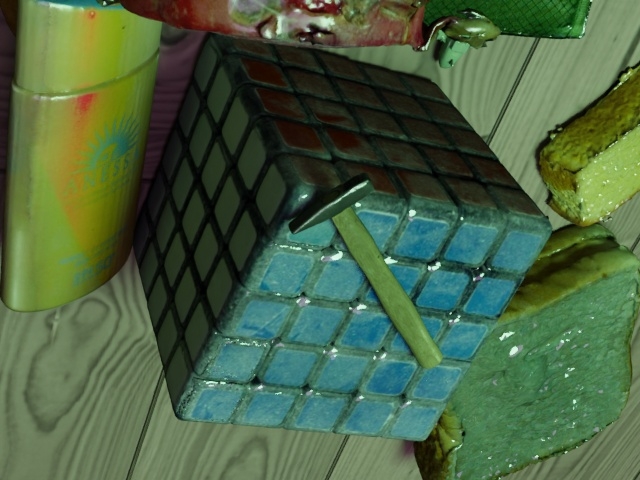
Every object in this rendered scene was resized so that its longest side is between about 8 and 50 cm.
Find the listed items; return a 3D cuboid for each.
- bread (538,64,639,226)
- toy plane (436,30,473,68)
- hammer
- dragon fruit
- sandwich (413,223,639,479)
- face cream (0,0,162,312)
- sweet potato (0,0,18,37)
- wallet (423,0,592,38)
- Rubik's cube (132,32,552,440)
[{"bbox_3d":[0.294,-0.093,1.099,0.187,0.065,0.103,-37,140,13],"label":"bread"},{"bbox_3d":[0.122,-0.179,0.960,0.080,0.033,0.083,9,126,-22],"label":"toy plane"},{"bbox_3d":[0.043,0.034,0.798,0.062,0.013,0.199,-31,132,2],"label":"hammer"},{"bbox_3d":[-0.012,-0.209,0.738,0.282,0.211,0.147,5,108,-5],"label":"dragon fruit"},{"bbox_3d":[0.223,0.138,1.247,0.271,0.099,0.301,-18,134,-8],"label":"sandwich"},{"bbox_3d":[-0.184,-0.081,0.866,0.139,0.067,0.285,-37,150,-46],"label":"face cream"},{"bbox_3d":[-0.219,-0.198,0.790,0.044,0.044,0.179,-20,136,-6],"label":"sweet potato"},{"bbox_3d":[0.123,-0.243,0.884,0.236,0.055,0.160,-2,117,-26],"label":"wallet"},{"bbox_3d":[0.000,0.000,0.921,0.237,0.238,0.237,11,122,-28],"label":"Rubik's cube"}]
